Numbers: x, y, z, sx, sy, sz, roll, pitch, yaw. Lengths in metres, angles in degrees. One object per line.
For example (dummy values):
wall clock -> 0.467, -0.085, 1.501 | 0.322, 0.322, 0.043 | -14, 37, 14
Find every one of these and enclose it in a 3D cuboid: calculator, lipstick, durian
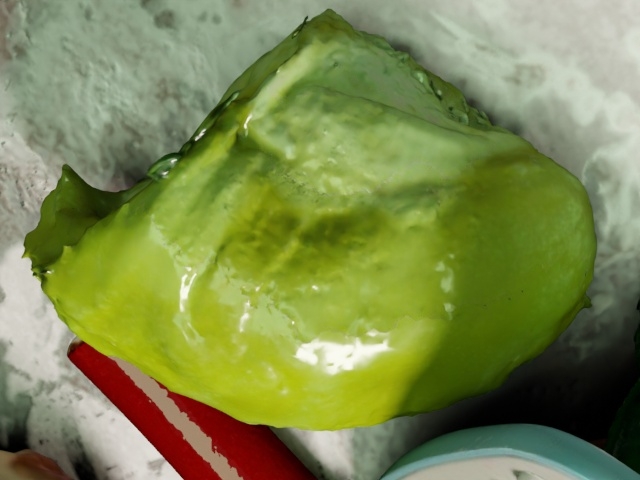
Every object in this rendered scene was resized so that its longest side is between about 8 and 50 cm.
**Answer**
calculator -> 0.155, 0.204, 0.765 | 0.256, 0.386, 0.054 | 36, 70, 1
lipstick -> -0.078, 0.142, 0.911 | 0.080, 0.080, 0.241 | -41, 94, 20
durian -> 0.000, 0.000, 0.790 | 0.340, 0.204, 0.255 | 32, 98, 1

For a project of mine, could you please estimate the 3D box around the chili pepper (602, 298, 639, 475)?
chili pepper -> 0.223, 0.096, 0.753 | 0.098, 0.224, 0.061 | 16, 126, 10

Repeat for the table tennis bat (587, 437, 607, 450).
table tennis bat -> 0.231, 0.201, 0.889 | 0.155, 0.019, 0.098 | 34, 109, 4

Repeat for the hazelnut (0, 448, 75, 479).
hazelnut -> -0.229, 0.294, 0.929 | 0.261, 0.241, 0.261 | -5, 77, 23
